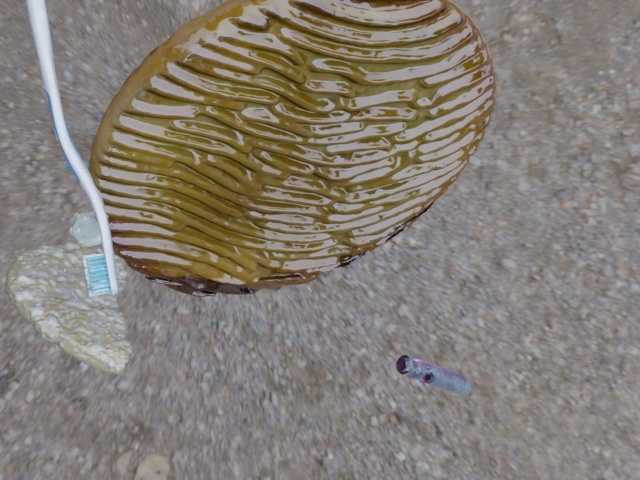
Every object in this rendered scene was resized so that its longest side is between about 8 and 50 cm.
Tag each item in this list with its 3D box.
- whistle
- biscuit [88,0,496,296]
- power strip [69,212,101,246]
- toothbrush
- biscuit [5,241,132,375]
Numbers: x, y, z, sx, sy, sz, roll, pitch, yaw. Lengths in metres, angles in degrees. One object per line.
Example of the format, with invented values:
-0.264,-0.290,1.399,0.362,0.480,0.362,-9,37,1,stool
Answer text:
0.175,0.206,1.665,0.176,0.033,0.033,24,92,-45,whistle
-0.013,-0.064,0.807,0.317,0.318,0.040,-24,57,-3,biscuit
-0.325,-0.016,1.567,0.083,0.035,0.055,18,72,24,power strip
-0.114,-0.053,0.498,0.017,0.014,0.162,-12,92,-16,toothbrush
-0.272,0.057,1.179,0.133,0.250,0.032,20,111,-20,biscuit
